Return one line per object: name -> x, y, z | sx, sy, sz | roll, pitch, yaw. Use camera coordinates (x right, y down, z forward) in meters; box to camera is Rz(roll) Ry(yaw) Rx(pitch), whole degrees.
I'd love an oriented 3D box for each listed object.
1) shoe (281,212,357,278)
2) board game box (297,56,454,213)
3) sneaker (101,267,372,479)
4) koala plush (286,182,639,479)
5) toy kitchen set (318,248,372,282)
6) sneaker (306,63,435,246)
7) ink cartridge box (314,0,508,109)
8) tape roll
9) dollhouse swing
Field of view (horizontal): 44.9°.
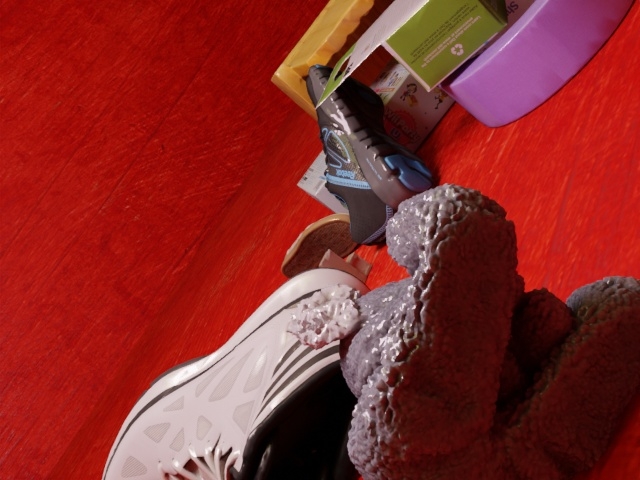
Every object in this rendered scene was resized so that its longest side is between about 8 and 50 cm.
shoe -> 0.000, 0.000, 1.249 | 0.219, 0.077, 0.058 | -38, 25, 52
board game box -> 0.098, -0.181, 1.348 | 0.303, 0.097, 0.224 | -53, 14, 2
sneaker -> -0.112, 0.233, 0.824 | 0.447, 0.169, 0.257 | -46, 13, 15
koala plush -> 0.076, 0.085, 0.554 | 0.203, 0.196, 0.221 | -64, 19, -6
toy kitchen set -> 0.013, 0.057, 1.077 | 0.075, 0.068, 0.083 | -33, 23, 55
sneaker -> 0.039, -0.140, 1.159 | 0.139, 0.125, 0.340 | -56, 39, 31
ink cartridge box -> 0.123, -0.268, 1.059 | 0.255, 0.097, 0.188 | -40, 18, 30
tape roll -> 0.278, -0.282, 1.014 | 0.275, 0.090, 0.275 | -49, 15, 17
dollhouse swing -> 0.121, -0.368, 1.454 | 0.346, 0.315, 0.305 | -53, 30, -1
